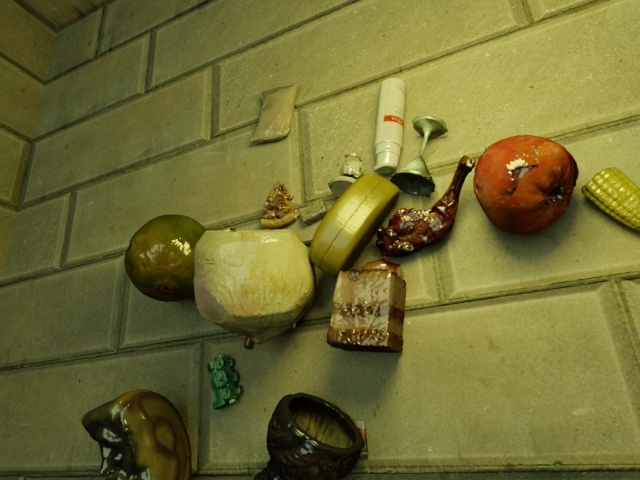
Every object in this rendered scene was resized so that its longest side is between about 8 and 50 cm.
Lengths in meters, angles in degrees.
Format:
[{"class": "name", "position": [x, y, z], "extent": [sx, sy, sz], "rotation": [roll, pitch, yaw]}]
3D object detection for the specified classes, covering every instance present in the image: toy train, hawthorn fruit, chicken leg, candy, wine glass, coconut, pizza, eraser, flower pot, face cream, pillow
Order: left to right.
[{"class": "toy train", "position": [-0.338, 0.485, 1.488], "extent": [0.105, 0.071, 0.178], "rotation": [-34, 61, 23]}, {"class": "coconut", "position": [-0.199, 0.140, 1.370], "extent": [0.405, 0.404, 0.404], "rotation": [-9, 68, 23]}, {"class": "pillow", "position": [-0.189, -0.532, 1.786], "extent": [0.173, 0.067, 0.270], "rotation": [1, 72, 20]}, {"class": "pizza", "position": [-0.160, -0.143, 1.627], "extent": [0.154, 0.069, 0.193], "rotation": [-15, 67, 21]}, {"class": "flower pot", "position": [-0.052, 0.612, 1.204], "extent": [0.267, 0.267, 0.267], "rotation": [31, 98, 31]}, {"class": "eraser", "position": [0.122, 0.580, 1.257], "extent": [0.027, 0.019, 0.099], "rotation": [-14, 65, 21]}, {"class": "face cream", "position": [0.242, -0.398, 1.509], "extent": [0.102, 0.102, 0.345], "rotation": [-2, 71, 25]}, {"class": "wine glass", "position": [0.329, -0.281, 1.407], "extent": [0.156, 0.156, 0.232], "rotation": [11, 72, 28]}, {"class": "chicken leg", "position": [0.339, -0.082, 1.328], "extent": [0.158, 0.096, 0.407], "rotation": [47, 113, 7]}, {"class": "hawthorn fruit", "position": [0.546, -0.180, 1.204], "extent": [0.276, 0.276, 0.307], "rotation": [-37, 38, 9]}, {"class": "candy", "position": [0.803, -0.099, 1.138], "extent": [0.106, 0.094, 0.199], "rotation": [-38, 67, 7]}]

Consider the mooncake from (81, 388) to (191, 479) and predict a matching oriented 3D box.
[{"class": "mooncake", "position": [-0.585, 0.685, 1.342], "extent": [0.246, 0.394, 0.393], "rotation": [-23, 23, 13]}]

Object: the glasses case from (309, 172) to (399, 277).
[{"class": "glasses case", "position": [0.102, -0.066, 1.356], "extent": [0.141, 0.173, 0.371], "rotation": [34, 69, 13]}]

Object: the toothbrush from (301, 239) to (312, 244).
[{"class": "toothbrush", "position": [0.000, 0.000, 1.521], "extent": [0.297, 0.030, 0.030], "rotation": [-15, 74, 21]}]

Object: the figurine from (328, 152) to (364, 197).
[{"class": "figurine", "position": [0.103, -0.237, 1.517], "extent": [0.132, 0.132, 0.153], "rotation": [0, 59, 26]}]

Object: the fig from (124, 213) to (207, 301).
[{"class": "fig", "position": [-0.544, 0.054, 1.611], "extent": [0.343, 0.343, 0.343], "rotation": [-9, 68, 23]}]

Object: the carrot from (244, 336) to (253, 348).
[{"class": "carrot", "position": [-0.246, 0.337, 1.518], "extent": [0.032, 0.032, 0.093], "rotation": [9, 73, 28]}]

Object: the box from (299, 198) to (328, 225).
[{"class": "box", "position": [-0.022, -0.102, 1.561], "extent": [0.098, 0.045, 0.062], "rotation": [-25, 63, 17]}]

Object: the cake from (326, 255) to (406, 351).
[{"class": "cake", "position": [0.143, 0.186, 1.287], "extent": [0.199, 0.196, 0.293], "rotation": [-1, 73, 27]}]
